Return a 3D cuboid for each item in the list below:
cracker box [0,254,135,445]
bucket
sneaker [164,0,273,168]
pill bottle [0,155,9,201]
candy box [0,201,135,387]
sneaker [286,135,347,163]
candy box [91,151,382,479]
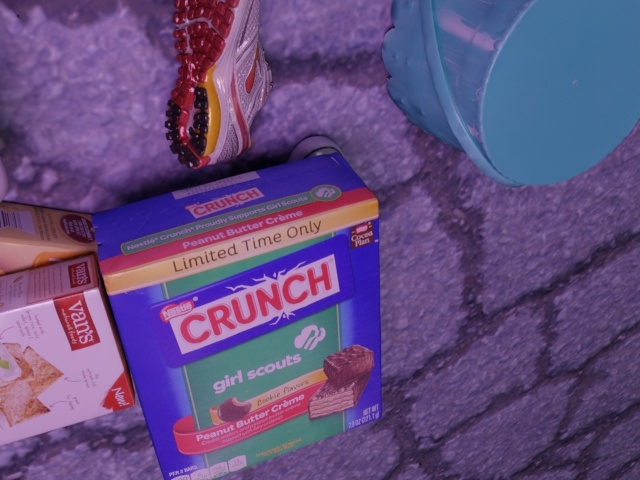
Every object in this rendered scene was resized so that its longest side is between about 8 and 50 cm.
[{"bbox_3d":[-0.311,0.119,0.656,0.232,0.067,0.155,-15,125,-14],"label":"cracker box"},{"bbox_3d":[0.229,-0.205,0.776,0.281,0.183,0.281,-13,125,-19],"label":"bucket"},{"bbox_3d":[-0.095,-0.186,0.694,0.093,0.088,0.225,-15,130,-45],"label":"sneaker"},{"bbox_3d":[-0.444,0.003,0.448,0.408,0.229,0.229,-45,134,-22],"label":"pill bottle"},{"bbox_3d":[-0.270,0.067,0.753,0.317,0.087,0.182,9,116,-33],"label":"candy box"},{"bbox_3d":[0.000,0.000,0.852,0.094,0.091,0.258,-10,126,-22],"label":"sneaker"},{"bbox_3d":[-0.073,0.093,0.740,0.268,0.122,0.317,-16,126,-16],"label":"candy box"}]
